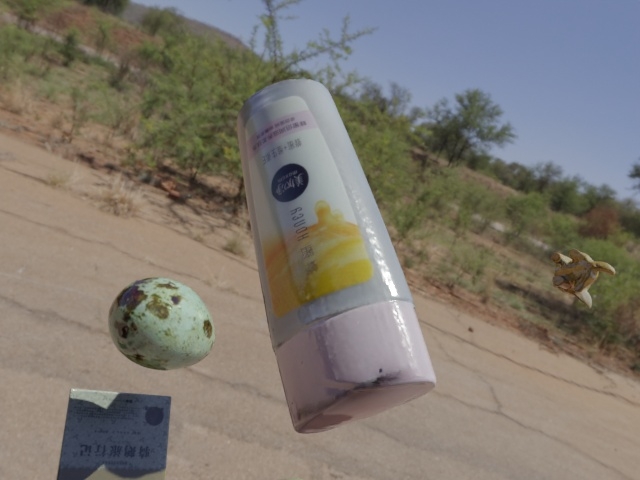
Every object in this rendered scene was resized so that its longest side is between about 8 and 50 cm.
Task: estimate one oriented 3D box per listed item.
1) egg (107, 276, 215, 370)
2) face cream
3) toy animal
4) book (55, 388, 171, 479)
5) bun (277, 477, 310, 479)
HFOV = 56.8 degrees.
[{"bbox_3d":[-0.291,0.162,1.119,0.169,0.169,0.231,33,-6,45],"label":"egg"},{"bbox_3d":[0.000,0.000,0.451,0.073,0.107,0.269,33,37,-54],"label":"face cream"},{"bbox_3d":[0.295,0.041,0.664,0.081,0.061,0.083,-16,-28,38],"label":"toy animal"},{"bbox_3d":[-0.421,0.466,1.206,0.216,0.310,0.021,14,-31,-29],"label":"book"},{"bbox_3d":[-0.105,0.377,0.603,0.211,0.359,0.359,56,20,16],"label":"bun"}]
